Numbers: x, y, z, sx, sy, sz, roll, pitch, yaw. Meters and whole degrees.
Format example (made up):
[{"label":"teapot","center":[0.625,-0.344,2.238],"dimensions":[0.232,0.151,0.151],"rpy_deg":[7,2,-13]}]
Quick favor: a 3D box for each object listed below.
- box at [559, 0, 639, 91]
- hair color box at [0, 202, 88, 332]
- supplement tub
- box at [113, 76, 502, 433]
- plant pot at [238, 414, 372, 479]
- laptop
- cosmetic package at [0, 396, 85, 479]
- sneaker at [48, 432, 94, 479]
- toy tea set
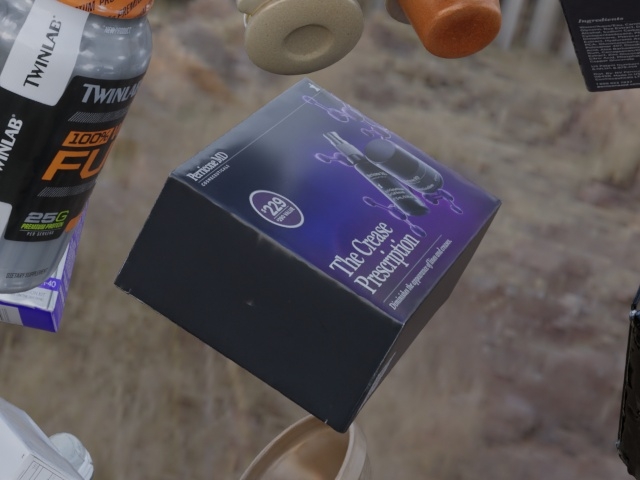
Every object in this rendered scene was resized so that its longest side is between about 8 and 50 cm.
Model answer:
[{"label":"box","center":[0.198,-0.195,1.127],"dimensions":[0.093,0.156,0.158],"rpy_deg":[-3,-21,16]},{"label":"hair color box","center":[-0.360,-0.080,2.144],"dimensions":[0.185,0.339,0.110],"rpy_deg":[11,-19,-1]},{"label":"supplement tub","center":[-0.271,-0.126,1.636],"dimensions":[0.193,0.316,0.193],"rpy_deg":[22,26,-11]},{"label":"box","center":[0.000,0.000,1.289],"dimensions":[0.184,0.103,0.261],"rpy_deg":[30,26,7]},{"label":"plant pot","center":[-0.011,0.346,2.406],"dimensions":[0.110,0.237,0.237],"rpy_deg":[45,11,-21]},{"label":"laptop","center":[0.314,0.113,1.463],"dimensions":[0.136,0.234,0.264],"rpy_deg":[-28,57,-12]},{"label":"cosmetic package","center":[-0.326,0.222,1.931],"dimensions":[0.099,0.060,0.239],"rpy_deg":[41,-5,-32]},{"label":"sneaker","center":[-0.362,0.282,2.233],"dimensions":[0.099,0.121,0.262],"rpy_deg":[-21,15,20]},{"label":"toy tea set","center":[-0.003,-0.229,1.248],"dimensions":[0.336,0.200,0.124],"rpy_deg":[47,22,-54]}]
